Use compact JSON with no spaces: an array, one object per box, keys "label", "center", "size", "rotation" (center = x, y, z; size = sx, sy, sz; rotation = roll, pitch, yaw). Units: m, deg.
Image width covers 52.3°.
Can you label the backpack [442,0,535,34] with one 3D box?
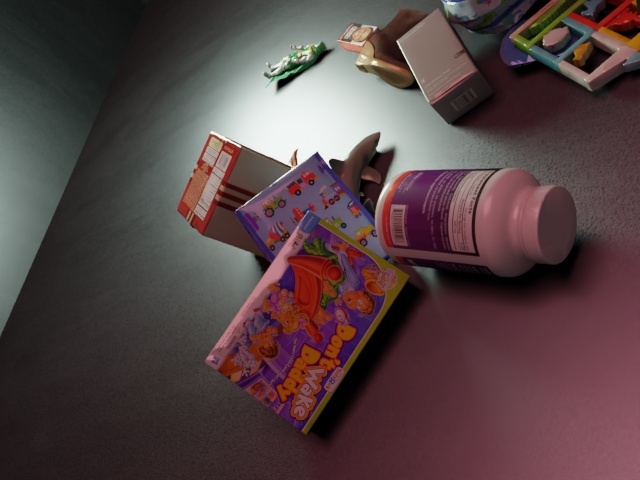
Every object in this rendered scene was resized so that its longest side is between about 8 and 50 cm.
[{"label":"backpack","center":[0.413,-0.635,1.459],"size":[0.355,0.273,0.290],"rotation":[-36,33,-21]}]

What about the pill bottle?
[{"label":"pill bottle","center":[0.262,-0.034,1.133],"size":[0.323,0.181,0.181],"rotation":[6,63,48]}]

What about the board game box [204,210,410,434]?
[{"label":"board game box","center":[-0.021,0.152,1.243],"size":[0.233,0.078,0.347],"rotation":[33,83,10]}]

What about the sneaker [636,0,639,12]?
[{"label":"sneaker","center":[0.654,-0.528,1.199],"size":[0.145,0.090,0.270],"rotation":[-2,59,19]}]

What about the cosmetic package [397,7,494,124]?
[{"label":"cosmetic package","center":[0.277,-0.392,1.465],"size":[0.127,0.107,0.238],"rotation":[-36,52,21]}]

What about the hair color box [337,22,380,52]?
[{"label":"hair color box","center":[0.115,-0.579,1.872],"size":[0.072,0.043,0.141],"rotation":[-51,37,-3]}]

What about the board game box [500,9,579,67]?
[{"label":"board game box","center":[0.466,-0.416,1.373],"size":[0.168,0.033,0.133],"rotation":[-3,57,35]}]

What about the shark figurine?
[{"label":"shark figurine","center":[0.067,-0.139,1.490],"size":[0.166,0.116,0.278],"rotation":[-31,39,27]}]

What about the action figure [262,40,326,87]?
[{"label":"action figure","center":[-0.077,-0.572,2.059],"size":[0.232,0.063,0.137],"rotation":[-16,45,33]}]

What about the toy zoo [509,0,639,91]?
[{"label":"toy zoo","center":[0.530,-0.399,1.263],"size":[0.192,0.030,0.293],"rotation":[-40,43,5]}]

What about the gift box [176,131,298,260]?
[{"label":"gift box","center":[-0.152,-0.113,1.567],"size":[0.276,0.258,0.255],"rotation":[-61,34,9]}]

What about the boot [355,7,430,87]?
[{"label":"boot","center":[0.211,-0.504,1.669],"size":[0.207,0.090,0.248],"rotation":[-49,38,-1]}]

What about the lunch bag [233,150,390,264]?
[{"label":"lunch bag","center":[0.000,0.000,1.361],"size":[0.221,0.138,0.293],"rotation":[-37,65,-6]}]
